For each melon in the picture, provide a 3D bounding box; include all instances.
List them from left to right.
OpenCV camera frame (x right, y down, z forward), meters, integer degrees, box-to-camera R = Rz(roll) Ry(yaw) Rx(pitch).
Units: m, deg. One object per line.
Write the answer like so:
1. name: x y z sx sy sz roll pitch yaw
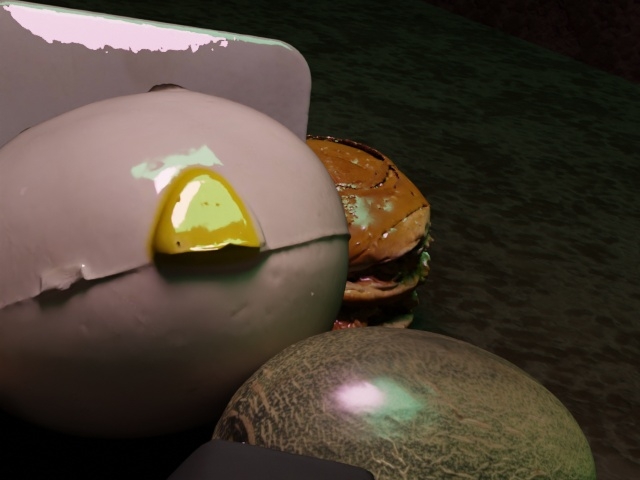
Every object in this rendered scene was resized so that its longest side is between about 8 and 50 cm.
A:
1. melon: 0.069 0.192 1.221 0.329 0.248 0.248 5 21 -24

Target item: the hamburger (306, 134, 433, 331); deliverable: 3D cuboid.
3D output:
1. hamburger: -0.006 0.009 1.742 0.260 0.211 0.245 30 32 31

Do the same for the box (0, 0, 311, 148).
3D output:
1. box: -0.204 -0.045 1.569 0.367 0.373 0.090 8 -9 -9

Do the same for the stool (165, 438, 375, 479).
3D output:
1. stool: -0.042 0.260 1.019 0.232 0.232 0.141 10 20 -2

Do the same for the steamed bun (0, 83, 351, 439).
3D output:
1. steamed bun: -0.159 0.024 1.347 0.374 0.334 0.334 -18 14 16
